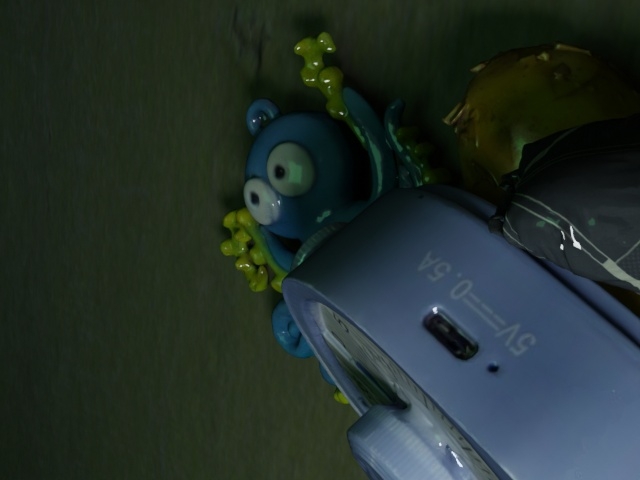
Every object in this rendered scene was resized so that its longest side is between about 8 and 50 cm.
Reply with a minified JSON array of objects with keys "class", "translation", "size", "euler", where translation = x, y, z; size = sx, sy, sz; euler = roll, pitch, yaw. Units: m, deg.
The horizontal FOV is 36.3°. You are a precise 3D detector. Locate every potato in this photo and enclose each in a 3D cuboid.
[{"class":"potato","translation":[0.213,-0.016,0.745],"size":[0.173,0.140,0.300],"euler":[-41,75,29]}]

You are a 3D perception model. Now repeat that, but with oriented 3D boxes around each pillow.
[{"class":"pillow","translation":[0.273,-0.031,0.586],"size":[0.335,0.161,0.092],"euler":[-2,120,17]}]

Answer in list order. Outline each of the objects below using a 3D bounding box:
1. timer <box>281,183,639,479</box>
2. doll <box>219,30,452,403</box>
[{"class":"timer","translation":[0.107,0.129,0.756],"size":[0.395,0.173,0.395],"euler":[47,169,12]},{"class":"doll","translation":[0.000,0.000,1.013],"size":[0.346,0.099,0.341],"euler":[-46,66,46]}]
